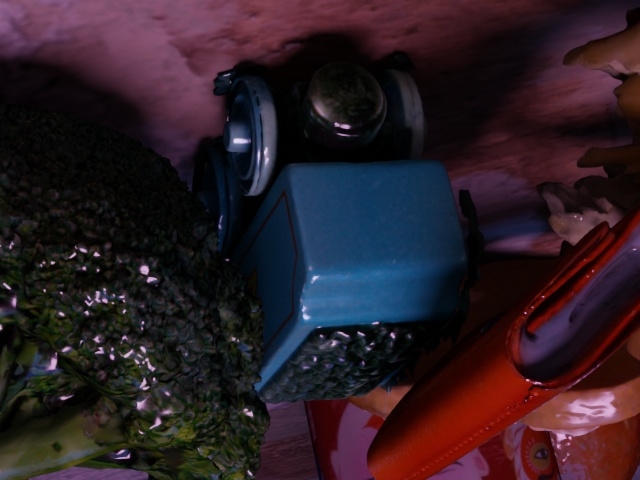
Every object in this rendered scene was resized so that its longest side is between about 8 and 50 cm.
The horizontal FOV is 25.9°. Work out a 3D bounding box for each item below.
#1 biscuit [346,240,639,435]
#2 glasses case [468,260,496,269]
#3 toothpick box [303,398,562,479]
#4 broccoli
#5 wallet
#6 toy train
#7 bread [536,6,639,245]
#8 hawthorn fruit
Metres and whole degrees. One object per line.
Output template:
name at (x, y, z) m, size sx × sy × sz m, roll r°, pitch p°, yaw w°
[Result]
biscuit at (0.178, 0.052, 0.931) m, size 0.216 × 0.047 × 0.340 m, roll 1°, pitch -161°, yaw 31°
glasses case at (0.132, 0.039, 1.077) m, size 0.191 × 0.042 × 0.072 m, roll 3°, pitch -176°, yaw -33°
toothpick box at (0.104, 0.225, 1.154) m, size 0.204 × 0.333 × 0.204 m, roll -11°, pitch 158°, yaw -4°
broccoli at (-0.170, 0.072, 0.697) m, size 0.297 × 0.297 × 0.297 m, roll 29°, pitch 166°, yaw 8°
wallet at (0.103, 0.049, 0.680) m, size 0.142 × 0.045 × 0.204 m, roll -39°, pitch 173°, yaw -26°
toy train at (0.000, 0.000, 0.763) m, size 0.112 × 0.163 × 0.203 m, roll -4°, pitch 157°, yaw -17°
bread at (0.272, -0.065, 0.711) m, size 0.314 × 0.191 × 0.370 m, roll 5°, pitch 154°, yaw -39°
hawthorn fruit at (0.229, 0.169, 1.317) m, size 0.199 × 0.199 × 0.251 m, roll 2°, pitch 139°, yaw -33°
